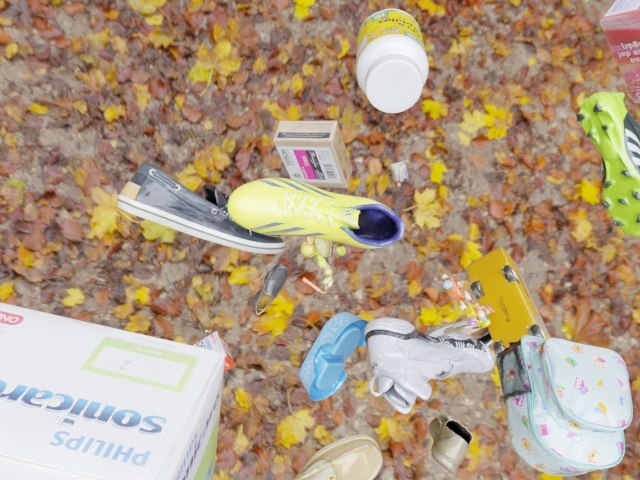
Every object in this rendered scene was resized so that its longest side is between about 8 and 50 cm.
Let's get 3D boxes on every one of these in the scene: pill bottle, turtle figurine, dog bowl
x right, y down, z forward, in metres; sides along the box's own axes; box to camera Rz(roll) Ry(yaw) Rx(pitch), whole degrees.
[{"bbox_3d":[0.118,-0.299,0.897,0.118,0.117,0.208,17,39,-9],"label":"pill bottle"},{"bbox_3d":[0.000,0.000,1.478,0.217,0.087,0.269,-21,81,-59],"label":"turtle figurine"},{"bbox_3d":[0.038,0.350,1.651,0.166,0.074,0.297,17,104,-50],"label":"dog bowl"}]

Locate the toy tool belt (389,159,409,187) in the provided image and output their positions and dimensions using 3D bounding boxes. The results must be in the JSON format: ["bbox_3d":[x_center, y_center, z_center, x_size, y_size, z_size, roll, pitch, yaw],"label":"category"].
[{"bbox_3d":[0.226,-0.184,1.479,0.051,0.083,0.052,-24,49,-1],"label":"toy tool belt"}]

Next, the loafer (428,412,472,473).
[{"bbox_3d":[0.191,0.284,0.773,0.056,0.148,0.050,41,99,5],"label":"loafer"}]

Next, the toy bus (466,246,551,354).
[{"bbox_3d":[0.452,0.171,1.277,0.130,0.108,0.332,40,28,-36],"label":"toy bus"}]

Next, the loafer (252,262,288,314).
[{"bbox_3d":[-0.140,0.142,1.533,0.062,0.061,0.170,23,113,-16],"label":"loafer"}]

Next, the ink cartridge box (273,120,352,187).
[{"bbox_3d":[-0.019,-0.268,1.691,0.193,0.234,0.088,3,59,19],"label":"ink cartridge box"}]

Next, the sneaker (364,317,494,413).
[{"bbox_3d":[0.281,0.340,1.379,0.366,0.137,0.210,16,51,-11],"label":"sneaker"}]

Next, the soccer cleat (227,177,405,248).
[{"bbox_3d":[0.002,-0.043,0.845,0.289,0.121,0.093,9,90,-25],"label":"soccer cleat"}]

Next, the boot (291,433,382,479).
[{"bbox_3d":[0.005,0.399,0.780,0.262,0.203,0.095,-26,94,-15],"label":"boot"}]

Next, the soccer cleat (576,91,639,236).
[{"bbox_3d":[0.367,-0.095,0.642,0.072,0.060,0.178,-20,92,-25],"label":"soccer cleat"}]

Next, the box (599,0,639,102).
[{"bbox_3d":[0.509,-0.265,0.599,0.154,0.300,0.142,-51,119,-14],"label":"box"}]

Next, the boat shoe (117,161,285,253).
[{"bbox_3d":[-0.302,-0.076,1.502,0.500,0.187,0.155,22,85,-30],"label":"boat shoe"}]

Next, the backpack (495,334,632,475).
[{"bbox_3d":[0.359,0.241,0.785,0.166,0.144,0.188,13,63,-11],"label":"backpack"}]

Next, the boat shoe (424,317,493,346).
[{"bbox_3d":[0.436,0.315,1.698,0.303,0.103,0.113,-24,95,-13],"label":"boat shoe"}]

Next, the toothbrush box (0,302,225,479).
[{"bbox_3d":[-0.195,0.203,0.401,0.206,0.122,0.283,12,121,3],"label":"toothbrush box"}]

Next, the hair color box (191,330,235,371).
[{"bbox_3d":[-0.307,0.312,1.335,0.167,0.053,0.093,-33,45,-4],"label":"hair color box"}]

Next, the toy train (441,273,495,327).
[{"bbox_3d":[0.331,0.129,1.177,0.046,0.166,0.125,-35,59,21],"label":"toy train"}]
